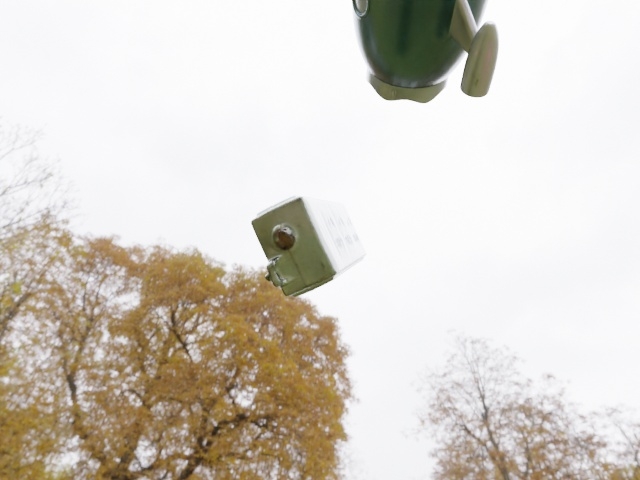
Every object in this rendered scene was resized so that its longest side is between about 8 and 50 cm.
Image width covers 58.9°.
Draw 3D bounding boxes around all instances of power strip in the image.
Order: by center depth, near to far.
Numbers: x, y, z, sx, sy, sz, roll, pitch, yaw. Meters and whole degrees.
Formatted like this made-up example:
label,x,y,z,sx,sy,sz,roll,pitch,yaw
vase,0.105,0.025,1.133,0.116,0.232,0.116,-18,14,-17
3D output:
label,x,y,z,sx,sy,sz,roll,pitch,yaw
power strip,0.000,0.001,0.565,0.052,0.272,0.078,-25,-93,11

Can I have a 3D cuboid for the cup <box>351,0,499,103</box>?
label,x,y,z,sx,sy,sz,roll,pitch,yaw
cup,0.116,-0.268,0.688,0.167,0.300,0.173,-17,-39,-15
